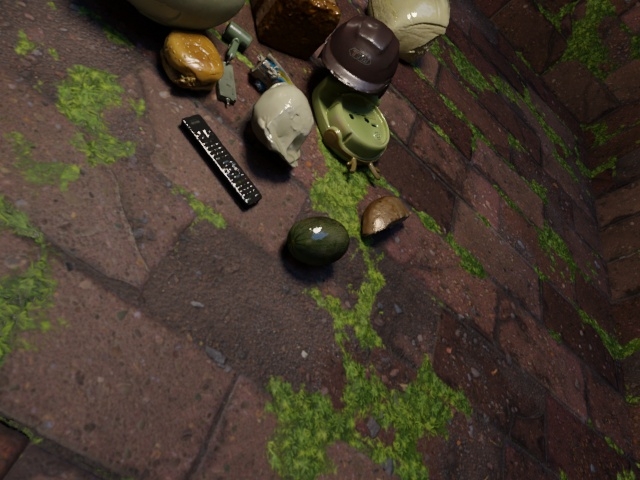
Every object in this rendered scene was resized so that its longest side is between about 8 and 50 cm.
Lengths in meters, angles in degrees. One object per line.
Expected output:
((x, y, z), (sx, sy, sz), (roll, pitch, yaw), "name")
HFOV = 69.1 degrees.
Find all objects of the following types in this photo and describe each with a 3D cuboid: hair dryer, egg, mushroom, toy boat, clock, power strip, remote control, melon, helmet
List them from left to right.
((-0.327, -0.624, 1.042), (0.336, 0.278, 0.278), (-14, 75, -46), "egg")
((-0.223, -0.180, 1.051), (0.245, 0.025, 0.063), (53, 43, -2), "remote control")
((-0.239, -0.394, 1.167), (0.050, 0.019, 0.136), (8, 61, -40), "power strip")
((-0.227, -0.509, 1.222), (0.071, 0.047, 0.150), (28, 47, -27), "hair dryer")
((-0.101, -0.412, 1.265), (0.210, 0.084, 0.066), (36, 50, -32), "toy boat")
((0.000, 0.000, 1.073), (0.167, 0.114, 0.114), (2, 64, -37), "melon")
((0.107, -0.327, 1.374), (0.235, 0.096, 0.308), (4, 64, -40), "clock")
((0.132, -0.547, 1.348), (0.225, 0.177, 0.305), (32, 27, -10), "helmet")
((0.181, -0.074, 1.305), (0.209, 0.072, 0.094), (-20, 71, -45), "mushroom")

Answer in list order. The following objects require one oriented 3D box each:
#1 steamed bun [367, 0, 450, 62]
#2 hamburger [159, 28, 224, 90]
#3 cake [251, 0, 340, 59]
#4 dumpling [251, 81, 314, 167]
((0.343, -0.877, 1.785), (0.273, 0.272, 0.291), (-6, 66, -42), "steamed bun")
((-0.301, -0.420, 1.086), (0.138, 0.083, 0.147), (-14, 72, -40), "hamburger")
((-0.083, -0.723, 1.377), (0.196, 0.198, 0.293), (4, 62, -37), "cake")
((-0.086, -0.286, 1.163), (0.193, 0.146, 0.258), (57, 26, -46), "dumpling")
